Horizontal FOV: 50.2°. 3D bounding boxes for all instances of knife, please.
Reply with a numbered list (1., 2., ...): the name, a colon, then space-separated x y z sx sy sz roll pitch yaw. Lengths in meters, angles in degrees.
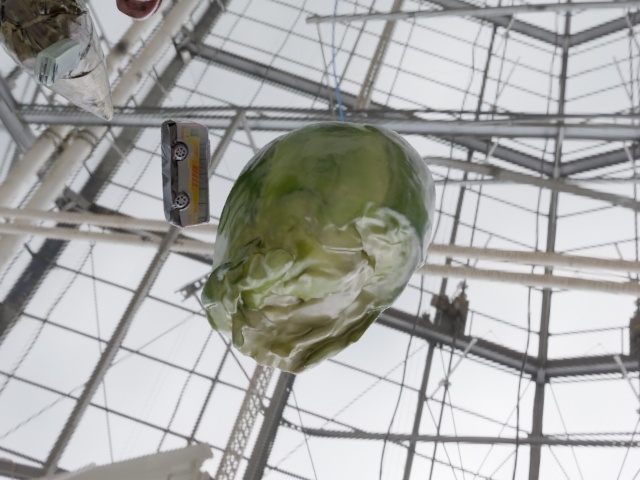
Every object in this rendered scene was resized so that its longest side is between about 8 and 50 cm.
1. knife: -0.282 -0.191 0.738 0.023 0.044 0.162 17 -163 -16

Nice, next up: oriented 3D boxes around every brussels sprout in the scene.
1. brussels sprout: 0.000 0.000 0.974 0.371 0.276 0.314 -55 -155 21

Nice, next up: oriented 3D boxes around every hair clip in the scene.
1. hair clip: -0.242 -0.378 0.923 0.123 0.102 0.138 31 -90 6

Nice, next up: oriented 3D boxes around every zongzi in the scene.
1. zongzi: -0.366 -0.256 1.004 0.134 0.288 0.286 -34 -141 -8

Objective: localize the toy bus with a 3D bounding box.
1. toy bus: -0.214 -0.108 1.094 0.072 0.171 0.057 -7 -161 -29
